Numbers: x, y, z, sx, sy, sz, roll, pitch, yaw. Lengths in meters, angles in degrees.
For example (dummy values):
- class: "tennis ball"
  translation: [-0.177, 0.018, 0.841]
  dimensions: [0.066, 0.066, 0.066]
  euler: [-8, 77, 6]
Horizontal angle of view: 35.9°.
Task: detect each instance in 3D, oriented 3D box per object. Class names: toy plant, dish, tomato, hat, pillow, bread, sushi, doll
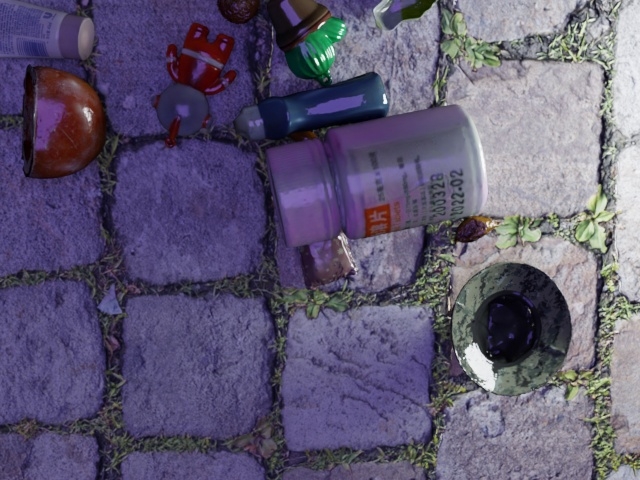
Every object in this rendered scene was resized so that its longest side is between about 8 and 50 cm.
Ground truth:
- class: "toy plant"
  translation: [-0.019, -0.392, 1.897]
  dimensions: [0.143, 0.105, 0.200]
  euler: [-43, 118, -14]
- class: "dish"
  translation: [0.159, -0.464, 1.918]
  dimensions: [0.137, 0.039, 0.091]
  euler: [-41, 103, 5]
- class: "tomato"
  translation: [-0.488, -0.221, 1.885]
  dimensions: [0.155, 0.181, 0.214]
  euler: [3, 107, -20]
- class: "hat"
  translation: [0.366, 0.176, 1.981]
  dimensions: [0.265, 0.128, 0.265]
  euler: [1, 85, -7]
- class: "pillow"
  translation: [0.000, 0.000, 1.981]
  dimensions: [0.118, 0.043, 0.185]
  euler: [-19, 95, -2]
- class: "bread"
  translation: [-0.158, -0.458, 1.900]
  dimensions: [0.085, 0.053, 0.085]
  euler: [0, 99, -2]
- class: "sushi"
  translation: [0.311, -0.024, 1.989]
  dimensions: [0.099, 0.047, 0.050]
  euler: [-16, 87, 18]
- class: "doll"
  translation: [-0.249, -0.294, 1.914]
  dimensions: [0.142, 0.076, 0.245]
  euler: [21, 94, -4]

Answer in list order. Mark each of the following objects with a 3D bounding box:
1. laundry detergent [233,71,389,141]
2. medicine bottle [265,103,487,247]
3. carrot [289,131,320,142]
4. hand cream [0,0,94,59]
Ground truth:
- class: "laundry detergent"
  translation: [-0.022, -0.244, 1.881]
  dimensions: [0.290, 0.143, 0.094]
  euler: [-15, 99, -5]
- class: "medicine bottle"
  translation: [0.102, -0.118, 1.865]
  dimensions: [0.388, 0.219, 0.219]
  euler: [-12, 99, -6]
- class: "carrot"
  translation: [-0.055, -0.215, 1.954]
  dimensions: [0.142, 0.035, 0.035]
  euler: [29, 97, 1]
- class: "hand cream"
  translation: [-0.563, -0.398, 1.893]
  dimensions: [0.248, 0.083, 0.133]
  euler: [11, 98, 7]
